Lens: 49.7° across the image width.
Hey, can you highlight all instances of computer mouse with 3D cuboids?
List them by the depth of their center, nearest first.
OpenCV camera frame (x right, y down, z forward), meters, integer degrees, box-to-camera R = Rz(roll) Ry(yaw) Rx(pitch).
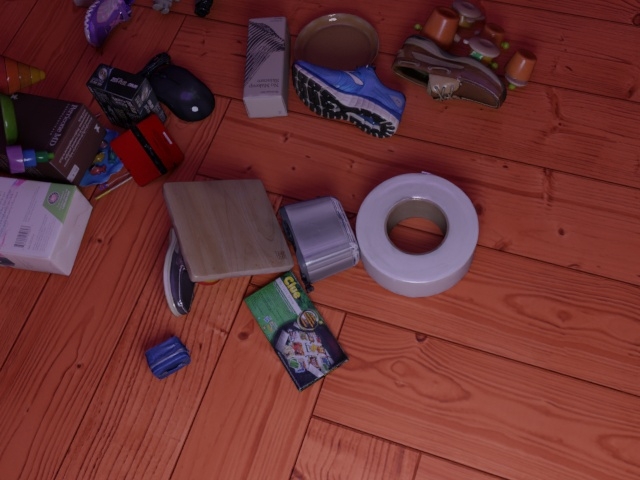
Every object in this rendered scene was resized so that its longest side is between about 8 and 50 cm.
[{"bbox_3d":[-0.412,-0.423,1.911,0.272,0.072,0.188,32,72,20],"label":"computer mouse"}]

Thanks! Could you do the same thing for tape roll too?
[{"bbox_3d":[0.226,-0.015,1.625,0.286,0.100,0.286,-3,65,6],"label":"tape roll"}]

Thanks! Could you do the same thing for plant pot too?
[{"bbox_3d":[0.045,-0.533,1.928,0.236,0.032,0.236,-2,64,5],"label":"plant pot"}]

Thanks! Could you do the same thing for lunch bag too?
[{"bbox_3d":[-0.343,0.271,1.580,0.098,0.067,0.065,-29,65,-8],"label":"lunch bag"}]

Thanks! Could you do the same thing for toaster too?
[{"bbox_3d":[0.000,0.000,1.632,0.146,0.129,0.227,-19,63,-5],"label":"toaster"}]

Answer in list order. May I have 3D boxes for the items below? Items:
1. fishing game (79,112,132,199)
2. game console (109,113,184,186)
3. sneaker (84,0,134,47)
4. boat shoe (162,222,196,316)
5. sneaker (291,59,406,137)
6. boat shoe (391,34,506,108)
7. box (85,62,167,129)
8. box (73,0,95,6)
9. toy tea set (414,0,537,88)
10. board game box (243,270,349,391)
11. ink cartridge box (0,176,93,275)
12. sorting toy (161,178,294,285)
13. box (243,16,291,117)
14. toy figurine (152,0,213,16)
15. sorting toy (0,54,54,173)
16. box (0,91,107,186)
[{"bbox_3d":[-0.614,-0.232,1.866,0.189,0.041,0.264,-29,65,-10],"label":"fishing game"},{"bbox_3d":[-0.453,-0.237,1.816,0.085,0.144,0.124,-14,25,45],"label":"game console"},{"bbox_3d":[-0.618,-0.669,2.046,0.104,0.095,0.237,12,66,4],"label":"sneaker"},{"bbox_3d":[-0.315,0.044,1.666,0.092,0.103,0.285,-7,58,9],"label":"boat shoe"},{"bbox_3d":[0.074,-0.395,1.821,0.330,0.130,0.147,27,65,9],"label":"sneaker"},{"bbox_3d":[0.326,-0.416,1.800,0.324,0.122,0.120,34,79,29],"label":"boat shoe"},{"bbox_3d":[-0.512,-0.369,1.838,0.147,0.180,0.078,21,69,16],"label":"box"},{"bbox_3d":[-0.702,-0.778,2.105,0.101,0.087,0.102,8,67,11],"label":"box"},{"bbox_3d":[0.411,-0.508,1.848,0.200,0.124,0.336,-18,56,-35],"label":"toy tea set"},{"bbox_3d":[-0.058,0.206,1.598,0.136,0.030,0.260,-32,65,-6],"label":"board game box"},{"bbox_3d":[-0.789,-0.044,1.754,0.353,0.119,0.207,8,67,9],"label":"ink cartridge box"},{"bbox_3d":[-0.228,-0.014,1.633,0.255,0.089,0.257,-5,60,-32],"label":"sorting toy"},{"bbox_3d":[-0.144,-0.474,1.889,0.113,0.094,0.275,-3,64,6],"label":"box"},{"bbox_3d":[-0.408,-0.761,1.993,0.212,0.209,0.148,6,77,10],"label":"toy figurine"},{"bbox_3d":[-0.735,-0.325,1.729,0.126,0.127,0.366,-9,60,-25],"label":"sorting toy"},{"bbox_3d":[-0.787,-0.277,1.834,0.381,0.143,0.191,13,67,18],"label":"box"}]
